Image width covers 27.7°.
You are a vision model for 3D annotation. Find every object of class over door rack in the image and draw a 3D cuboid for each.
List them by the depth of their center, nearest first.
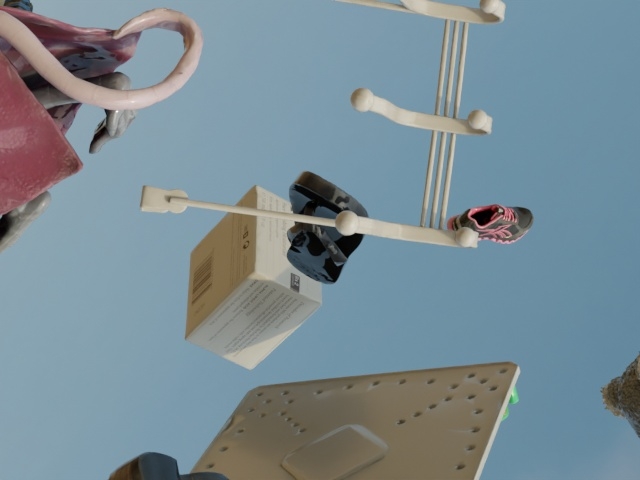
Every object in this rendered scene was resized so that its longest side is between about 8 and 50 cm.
[{"bbox_3d":[-0.004,-0.125,1.184,0.108,0.324,0.239,54,43,-84],"label":"over door rack"}]

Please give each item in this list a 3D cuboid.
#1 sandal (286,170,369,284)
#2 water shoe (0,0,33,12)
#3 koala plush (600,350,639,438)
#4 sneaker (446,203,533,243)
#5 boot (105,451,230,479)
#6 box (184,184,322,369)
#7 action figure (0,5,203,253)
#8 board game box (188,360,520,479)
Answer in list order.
[{"bbox_3d":[0.001,0.001,1.518,0.054,0.097,0.254,-58,168,-23],"label":"sandal"},{"bbox_3d":[-0.396,-0.275,1.701,0.203,0.080,0.072,-83,-174,-55],"label":"water shoe"},{"bbox_3d":[0.394,0.170,1.279,0.196,0.221,0.203,87,24,-73],"label":"koala plush"},{"bbox_3d":[0.216,-0.026,1.591,0.057,0.119,0.047,-54,-130,54],"label":"sneaker"},{"bbox_3d":[-0.172,0.249,0.943,0.229,0.263,0.091,-29,-125,8],"label":"boot"},{"bbox_3d":[-0.097,0.054,1.867,0.182,0.119,0.181,-44,-148,33],"label":"box"},{"bbox_3d":[-0.321,-0.160,0.953,0.276,0.370,0.248,-29,-157,37],"label":"action figure"},{"bbox_3d":[0.023,0.280,1.576,0.390,0.050,0.390,-8,-159,24],"label":"board game box"}]
